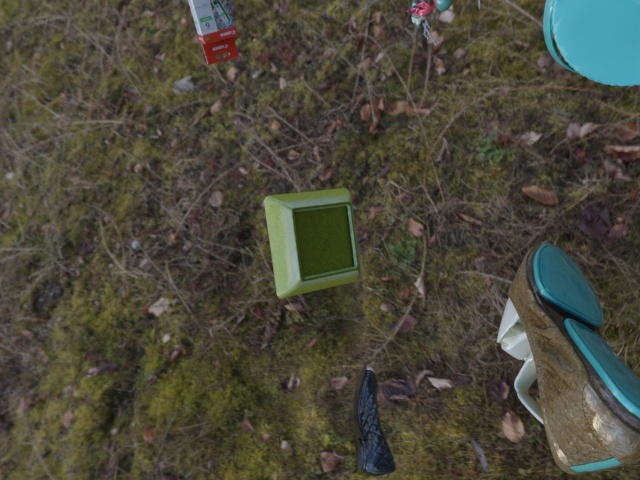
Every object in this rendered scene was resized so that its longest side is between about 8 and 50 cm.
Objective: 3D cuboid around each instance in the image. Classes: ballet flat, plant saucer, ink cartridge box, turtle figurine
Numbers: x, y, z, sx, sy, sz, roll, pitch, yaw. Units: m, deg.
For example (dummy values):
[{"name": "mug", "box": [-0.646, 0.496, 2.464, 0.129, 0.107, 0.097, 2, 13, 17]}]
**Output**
[{"name": "ballet flat", "box": [0.075, 0.257, 0.714, 0.049, 0.057, 0.173, 10, 38, -6]}, {"name": "plant saucer", "box": [0.000, 0.000, 0.912, 0.045, 0.188, 0.188, -3, 96, 57]}, {"name": "ink cartridge box", "box": [-0.176, -0.360, 0.832, 0.063, 0.115, 0.029, -24, 34, -17]}, {"name": "ballet flat", "box": [0.269, 0.122, 0.569, 0.124, 0.116, 0.342, -56, 8, 27]}, {"name": "turtle figurine", "box": [0.239, -0.533, 0.997, 0.175, 0.118, 0.233, -21, 73, 33]}]

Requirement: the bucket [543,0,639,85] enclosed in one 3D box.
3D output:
[{"name": "bucket", "box": [0.500, -0.390, 0.788, 0.282, 0.280, 0.183, -1, 30, 27]}]
